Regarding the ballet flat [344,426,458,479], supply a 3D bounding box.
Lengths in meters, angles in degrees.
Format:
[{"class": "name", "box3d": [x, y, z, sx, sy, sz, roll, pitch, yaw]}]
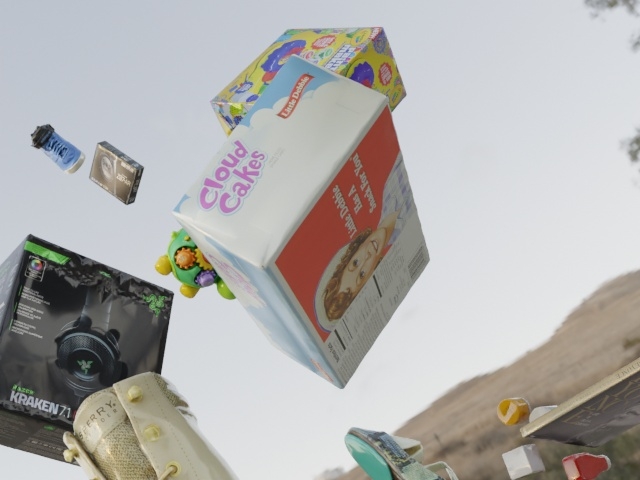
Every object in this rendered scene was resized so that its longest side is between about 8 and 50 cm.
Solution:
[{"class": "ballet flat", "box3d": [0.100, 0.252, 0.956, 0.070, 0.188, 0.070, -16, -59, -29]}]

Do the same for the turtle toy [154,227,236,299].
[{"class": "turtle toy", "box3d": [-0.154, 0.031, 1.196, 0.066, 0.130, 0.095, -10, 41, 49]}]

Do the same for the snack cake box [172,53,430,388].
[{"class": "snack cake box", "box3d": [0.000, 0.000, 0.711, 0.152, 0.089, 0.264, -53, -26, -15]}]

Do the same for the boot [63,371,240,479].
[{"class": "boot", "box3d": [-0.102, 0.187, 0.563, 0.095, 0.203, 0.262, -39, -12, 9]}]

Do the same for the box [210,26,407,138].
[{"class": "box", "box3d": [-0.021, -0.302, 1.886, 0.290, 0.279, 0.177, -50, -48, -31]}]

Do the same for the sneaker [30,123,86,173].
[{"class": "sneaker", "box3d": [-0.523, -0.184, 1.742, 0.058, 0.152, 0.084, -51, -51, -4]}]

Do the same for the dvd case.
[{"class": "dvd case", "box3d": [0.380, 0.198, 1.092, 0.164, 0.018, 0.221, 17, -46, -38]}]

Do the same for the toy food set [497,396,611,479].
[{"class": "toy food set", "box3d": [0.355, 0.334, 1.304, 0.104, 0.232, 0.111, 6, -34, -45]}]

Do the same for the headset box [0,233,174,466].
[{"class": "headset box", "box3d": [-0.360, 0.159, 1.278, 0.246, 0.283, 0.131, 26, -41, -28]}]

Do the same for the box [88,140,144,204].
[{"class": "box", "box3d": [-0.311, -0.103, 1.348, 0.018, 0.083, 0.067, -31, -30, -54]}]
